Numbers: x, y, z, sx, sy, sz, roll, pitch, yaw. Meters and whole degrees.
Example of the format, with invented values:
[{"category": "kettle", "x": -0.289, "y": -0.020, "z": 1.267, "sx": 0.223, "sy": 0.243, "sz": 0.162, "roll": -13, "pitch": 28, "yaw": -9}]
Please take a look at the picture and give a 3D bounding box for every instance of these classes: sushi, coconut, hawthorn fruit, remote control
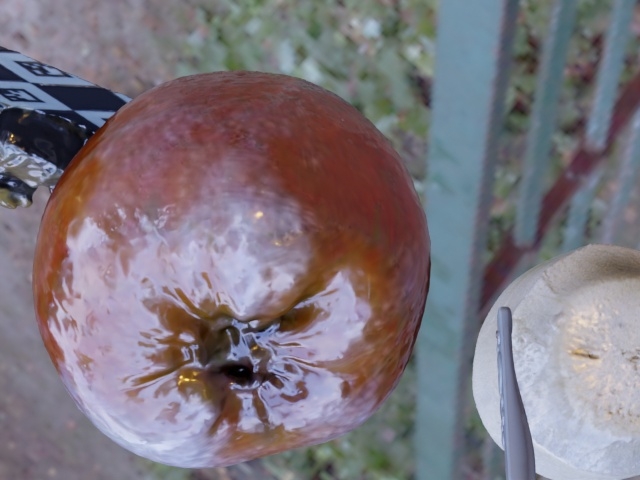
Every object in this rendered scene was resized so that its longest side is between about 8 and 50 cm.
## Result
[{"category": "sushi", "x": -0.199, "y": -0.054, "z": 1.264, "sx": 0.292, "sy": 0.059, "sz": 0.294, "roll": 20, "pitch": 165, "yaw": -37}, {"category": "coconut", "x": 0.273, "y": 0.127, "z": 1.731, "sx": 0.237, "sy": 0.237, "sz": 0.266, "roll": 37, "pitch": 168, "yaw": 5}, {"category": "hawthorn fruit", "x": -0.049, "y": -0.002, "z": 1.008, "sx": 0.235, "sy": 0.263, "sz": 0.231, "roll": -10, "pitch": 156, "yaw": 27}, {"category": "remote control", "x": 0.165, "y": 0.146, "z": 1.457, "sx": 0.027, "sy": 0.184, "sz": 0.050, "roll": -2, "pitch": 151, "yaw": 3}]
